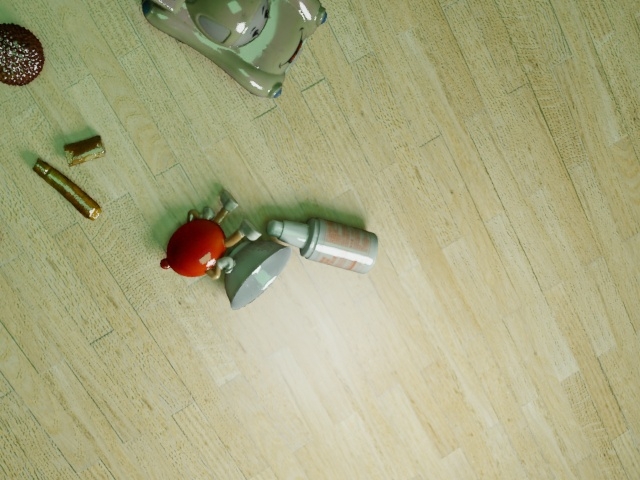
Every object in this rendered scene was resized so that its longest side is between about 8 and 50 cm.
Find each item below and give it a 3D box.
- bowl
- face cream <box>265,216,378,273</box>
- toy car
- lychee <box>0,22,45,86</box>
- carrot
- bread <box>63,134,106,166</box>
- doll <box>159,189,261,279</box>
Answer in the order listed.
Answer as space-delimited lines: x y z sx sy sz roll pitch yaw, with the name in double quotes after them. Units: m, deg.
-0.157 0.058 1.821 0.086 0.189 0.189 43 89 14 "bowl"
0.000 0.000 1.864 0.251 0.101 0.101 15 98 -18 "face cream"
-0.169 -0.460 1.647 0.336 0.226 0.242 31 93 -18 "toy car"
-0.608 -0.363 1.608 0.123 0.129 0.123 4 101 22 "lychee"
-0.532 -0.107 1.729 0.170 0.042 0.042 42 89 -18 "carrot"
-0.492 -0.187 1.723 0.083 0.036 0.047 -18 91 -10 "bread"
-0.245 0.008 1.784 0.217 0.183 0.085 -39 148 1 "doll"
